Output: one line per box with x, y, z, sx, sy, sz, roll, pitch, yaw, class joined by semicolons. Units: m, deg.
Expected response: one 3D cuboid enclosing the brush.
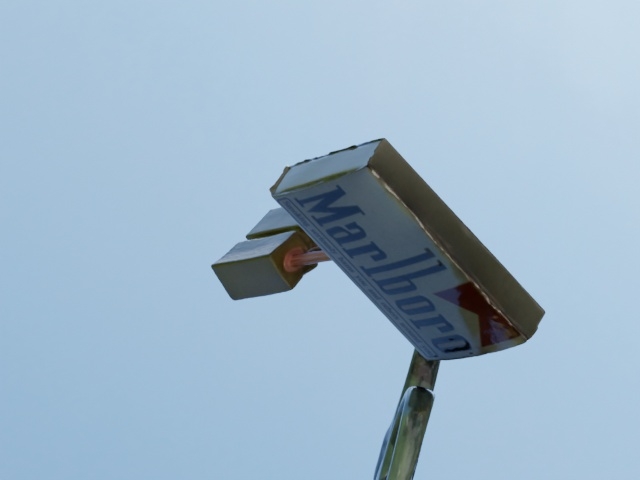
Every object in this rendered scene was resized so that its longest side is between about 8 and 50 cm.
0.000;0.000;1.789;0.103;0.233;0.047;-46;-70;-32;brush

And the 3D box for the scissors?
0.034;0.249;1.400;0.256;0.029;0.383;-67;-7;-73;scissors

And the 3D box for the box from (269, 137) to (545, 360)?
0.058;0.009;1.300;0.177;0.115;0.036;46;-123;-20;box
